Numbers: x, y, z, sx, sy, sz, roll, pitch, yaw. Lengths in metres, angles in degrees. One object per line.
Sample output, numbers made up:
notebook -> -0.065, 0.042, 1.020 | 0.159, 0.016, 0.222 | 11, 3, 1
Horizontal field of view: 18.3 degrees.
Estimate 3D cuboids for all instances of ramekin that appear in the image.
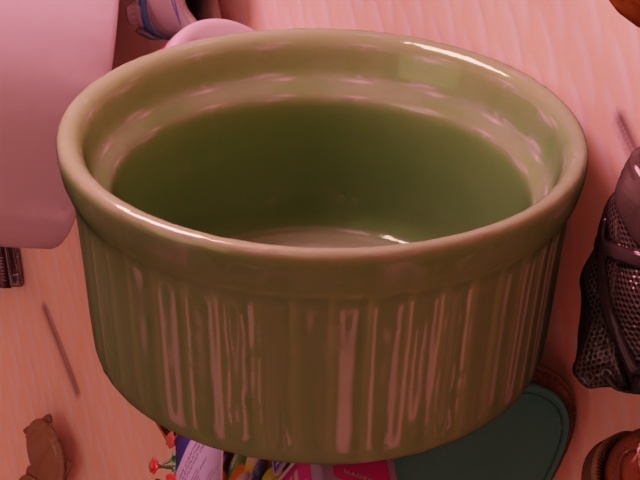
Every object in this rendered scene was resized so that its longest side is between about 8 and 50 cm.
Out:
ramekin -> 0.000, 0.000, 1.169 | 0.303, 0.303, 0.148 | 33, 132, 44

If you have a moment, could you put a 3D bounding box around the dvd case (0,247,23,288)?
dvd case -> -0.346, -0.040, 1.849 | 0.221, 0.018, 0.164 | 1, 101, 53

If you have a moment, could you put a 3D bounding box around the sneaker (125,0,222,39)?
sneaker -> -0.091, -0.230, 1.425 | 0.083, 0.071, 0.191 | 21, 122, 39

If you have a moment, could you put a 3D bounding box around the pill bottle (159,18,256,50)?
pill bottle -> -0.104, -0.076, 1.437 | 0.180, 0.108, 0.108 | -35, 71, 52

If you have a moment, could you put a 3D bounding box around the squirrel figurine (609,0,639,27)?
squirrel figurine -> 0.117, -0.281, 0.862 | 0.281, 0.370, 0.397 | -25, 79, 53

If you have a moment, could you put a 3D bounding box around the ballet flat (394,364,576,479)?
ballet flat -> 0.042, 0.194, 1.296 | 0.342, 0.116, 0.124 | -59, 13, 18

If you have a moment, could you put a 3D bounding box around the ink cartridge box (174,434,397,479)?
ink cartridge box -> -0.030, 0.135, 1.279 | 0.186, 0.065, 0.311 | -58, 18, 26

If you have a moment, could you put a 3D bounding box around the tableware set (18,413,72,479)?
tableware set -> -0.232, 0.246, 1.772 | 0.169, 0.020, 0.141 | 58, 140, 24

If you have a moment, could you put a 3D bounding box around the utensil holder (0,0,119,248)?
utensil holder -> -0.367, -0.160, 1.463 | 0.327, 0.385, 0.328 | -172, 90, -72

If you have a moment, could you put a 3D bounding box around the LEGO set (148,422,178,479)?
LEGO set -> -0.090, 0.240, 1.504 | 0.132, 0.107, 0.287 | -20, 83, 54

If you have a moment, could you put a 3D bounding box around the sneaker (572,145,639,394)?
sneaker -> 0.215, 0.068, 1.070 | 0.227, 0.087, 0.130 | 56, 140, 32

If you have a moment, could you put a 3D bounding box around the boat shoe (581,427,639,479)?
boat shoe -> 0.257, 0.220, 1.047 | 0.307, 0.110, 0.104 | 58, 136, 11
